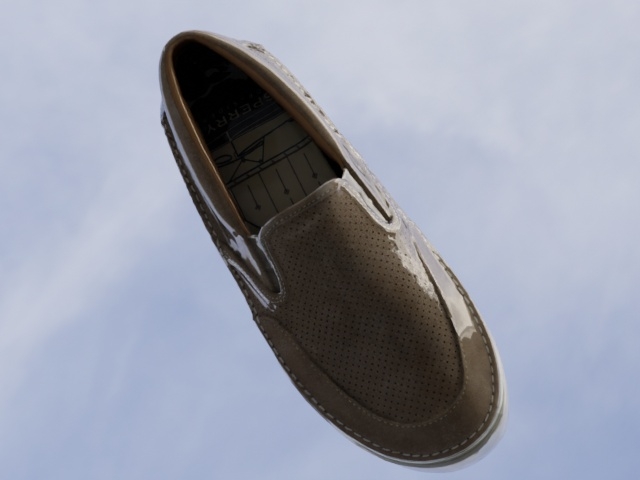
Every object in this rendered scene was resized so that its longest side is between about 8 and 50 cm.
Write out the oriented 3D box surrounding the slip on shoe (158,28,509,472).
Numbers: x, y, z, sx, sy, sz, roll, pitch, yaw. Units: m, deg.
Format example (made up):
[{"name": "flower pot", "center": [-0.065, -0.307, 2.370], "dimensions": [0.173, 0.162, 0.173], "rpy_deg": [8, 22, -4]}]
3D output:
[{"name": "slip on shoe", "center": [0.000, 0.000, 0.460], "dimensions": [0.051, 0.041, 0.135], "rpy_deg": [-31, -110, 1]}]
